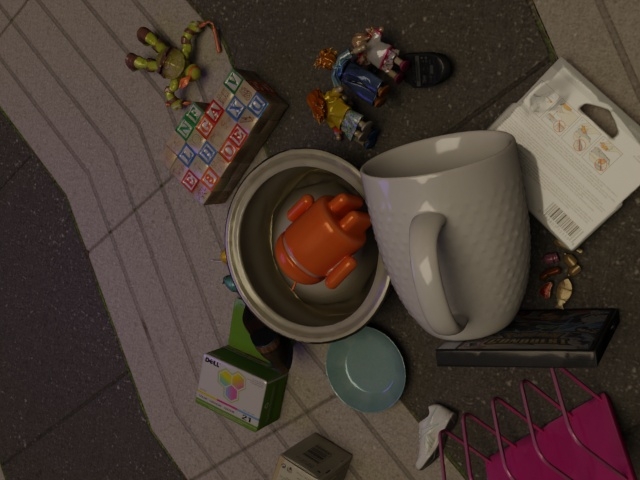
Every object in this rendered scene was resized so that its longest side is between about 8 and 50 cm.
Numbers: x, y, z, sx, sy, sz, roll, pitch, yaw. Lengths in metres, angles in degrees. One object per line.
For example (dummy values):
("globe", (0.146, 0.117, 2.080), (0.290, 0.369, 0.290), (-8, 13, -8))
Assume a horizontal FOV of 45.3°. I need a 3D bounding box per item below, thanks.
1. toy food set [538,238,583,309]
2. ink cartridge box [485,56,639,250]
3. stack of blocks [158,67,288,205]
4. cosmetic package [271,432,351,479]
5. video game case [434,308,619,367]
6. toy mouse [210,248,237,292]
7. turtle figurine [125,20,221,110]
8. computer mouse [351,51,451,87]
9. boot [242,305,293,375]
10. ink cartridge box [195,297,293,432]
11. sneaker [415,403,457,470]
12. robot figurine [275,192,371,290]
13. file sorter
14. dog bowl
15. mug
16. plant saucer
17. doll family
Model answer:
("toy food set", (0.452, 0.062, 1.459), (0.078, 0.019, 0.122), (25, 106, 25))
("ink cartridge box", (0.452, -0.158, 1.410), (0.239, 0.060, 0.275), (-46, 73, 15))
("stack of blocks", (-0.227, -0.248, 1.766), (0.171, 0.087, 0.297), (46, 116, 17))
("cosmetic package", (-0.050, 0.614, 1.740), (0.113, 0.160, 0.309), (26, 107, 25))
("video game case", (0.377, 0.173, 1.384), (0.275, 0.248, 0.035), (-5, 99, 30))
("toy mouse", (-0.188, 0.072, 1.803), (0.161, 0.031, 0.143), (-31, 68, 24))
("turtle figurine", (-0.363, -0.411, 1.823), (0.217, 0.087, 0.269), (26, 109, 24))
("computer mouse", (0.159, -0.351, 1.569), (0.242, 0.041, 0.071), (9, 113, 34))
("boot", (-0.119, 0.211, 1.739), (0.082, 0.219, 0.106), (-24, 120, 4))
("ink cartridge box", (-0.177, 0.288, 1.803), (0.189, 0.097, 0.255), (19, 106, 27))
("sneaker", (0.233, 0.413, 1.618), (0.061, 0.053, 0.152), (31, 105, 32))
("robot figurine", (-0.001, -0.002, 1.478), (0.158, 0.128, 0.219), (42, 116, -12))
("file sorter", (0.378, 0.387, 1.400), (0.182, 0.202, 0.290), (38, 120, -22))
("dog bowl", (0.002, 0.006, 1.636), (0.408, 0.150, 0.408), (4, 98, 29))
("mug", (0.225, 0.016, 1.336), (0.276, 0.374, 0.328), (-7, 109, 22))
("plant saucer", (0.103, 0.278, 1.677), (0.195, 0.037, 0.195), (5, 99, 29))
("doll family", (0.055, -0.309, 1.558), (0.163, 0.118, 0.263), (38, 126, 20))
